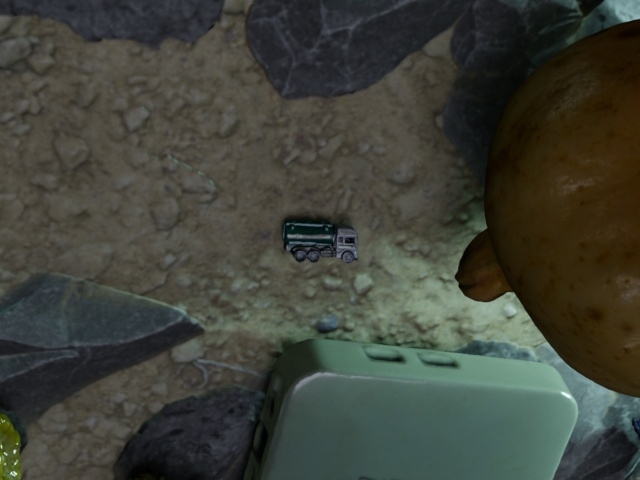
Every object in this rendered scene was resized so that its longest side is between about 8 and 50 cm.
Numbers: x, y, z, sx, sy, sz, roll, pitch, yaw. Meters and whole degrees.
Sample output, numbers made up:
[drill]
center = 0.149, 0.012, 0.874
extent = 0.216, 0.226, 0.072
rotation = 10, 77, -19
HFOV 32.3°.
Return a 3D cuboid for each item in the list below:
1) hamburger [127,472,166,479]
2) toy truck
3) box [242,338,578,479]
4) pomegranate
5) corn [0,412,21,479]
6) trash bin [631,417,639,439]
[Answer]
[hamburger]
center = -0.181, 0.361, 1.275
extent = 0.113, 0.177, 0.185
rotation = 11, 158, -18
[toy truck]
center = 0.000, 0.000, 1.186
extent = 0.083, 0.039, 0.044
rotation = 1, 104, -12
[box]
center = 0.089, 0.296, 1.341
extent = 0.373, 0.090, 0.367
rotation = 8, 115, -16
[pomegranate]
center = 0.315, -0.024, 1.073
extent = 0.410, 0.410, 0.410
rotation = -5, 119, -10
[corn]
center = -0.494, 0.270, 1.174
extent = 0.344, 0.131, 0.131
rotation = -13, 120, -3
[trash bin]
center = 0.524, 0.260, 1.384
extent = 0.234, 0.184, 0.163
rotation = -17, 121, 10
